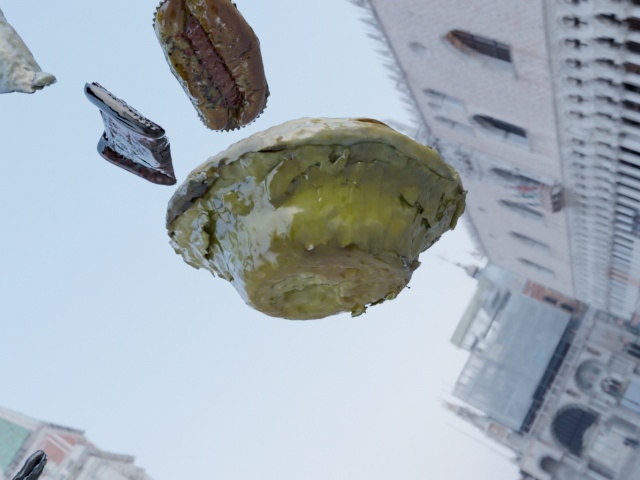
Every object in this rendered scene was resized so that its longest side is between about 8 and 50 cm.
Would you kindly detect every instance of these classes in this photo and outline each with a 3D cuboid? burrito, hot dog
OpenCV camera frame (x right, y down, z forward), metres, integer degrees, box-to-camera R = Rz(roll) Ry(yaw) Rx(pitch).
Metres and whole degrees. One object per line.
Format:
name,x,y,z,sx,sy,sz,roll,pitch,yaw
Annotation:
burrito,-0.495,-0.290,1.030,0.107,0.347,0.175,-38,-7,-35
hot dog,-0.161,-0.280,1.149,0.267,0.144,0.075,67,-172,-45

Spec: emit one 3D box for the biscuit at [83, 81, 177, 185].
biscuit,-0.303,-0.167,1.200,0.063,0.151,0.235,-52,-6,-21

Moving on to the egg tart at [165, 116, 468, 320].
egg tart,0.000,0.000,0.711,0.295,0.295,0.116,53,-153,-62

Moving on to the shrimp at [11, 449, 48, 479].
shrimp,-0.352,0.177,0.674,0.198,0.051,0.261,-5,-95,-43
